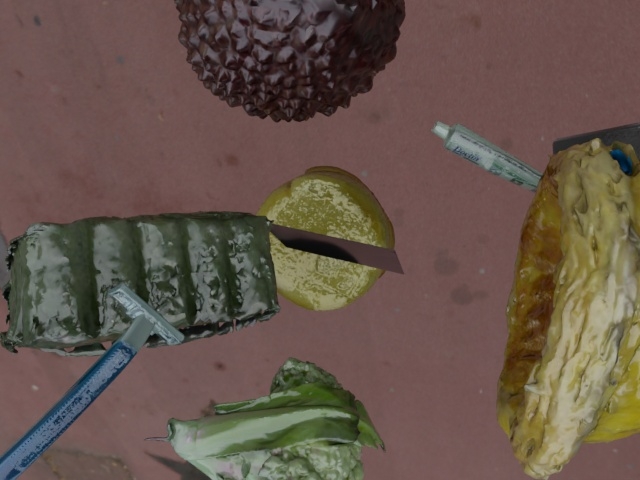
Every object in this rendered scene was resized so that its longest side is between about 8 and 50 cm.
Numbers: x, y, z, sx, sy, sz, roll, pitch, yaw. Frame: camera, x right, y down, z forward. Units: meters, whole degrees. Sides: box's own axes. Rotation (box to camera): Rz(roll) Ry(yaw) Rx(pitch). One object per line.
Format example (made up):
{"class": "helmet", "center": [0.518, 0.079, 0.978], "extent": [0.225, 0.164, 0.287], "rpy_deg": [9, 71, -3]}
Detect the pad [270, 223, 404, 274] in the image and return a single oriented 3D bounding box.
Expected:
{"class": "pad", "center": [0.020, 0.011, 0.797], "extent": [0.189, 0.004, 0.127], "rpy_deg": [12, 166, 17]}

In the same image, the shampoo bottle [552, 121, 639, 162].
{"class": "shampoo bottle", "center": [0.554, -0.167, 1.041], "extent": [0.246, 0.080, 0.080], "rpy_deg": [-3, 93, 59]}

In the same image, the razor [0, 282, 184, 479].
{"class": "razor", "center": [-0.189, 0.123, 0.416], "extent": [0.068, 0.191, 0.037], "rpy_deg": [48, 165, -23]}

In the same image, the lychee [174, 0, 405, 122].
{"class": "lychee", "center": [-0.042, -0.315, 0.747], "extent": [0.306, 0.306, 0.330], "rpy_deg": [40, 122, -15]}

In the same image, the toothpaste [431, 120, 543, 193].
{"class": "toothpaste", "center": [0.260, -0.114, 0.827], "extent": [0.218, 0.041, 0.064], "rpy_deg": [29, 173, -1]}

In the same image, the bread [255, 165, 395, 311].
{"class": "bread", "center": [0.000, 0.000, 1.049], "extent": [0.269, 0.148, 0.270], "rpy_deg": [2, 101, 10]}

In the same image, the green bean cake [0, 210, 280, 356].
{"class": "green bean cake", "center": [-0.197, 0.050, 0.601], "extent": [0.254, 0.132, 0.241], "rpy_deg": [-3, 170, -30]}

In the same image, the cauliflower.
{"class": "cauliflower", "center": [-0.070, 0.282, 0.756], "extent": [0.314, 0.257, 0.239], "rpy_deg": [7, 161, 3]}

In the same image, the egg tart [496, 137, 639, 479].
{"class": "egg tart", "center": [0.298, 0.076, 0.630], "extent": [0.168, 0.388, 0.388], "rpy_deg": [13, 129, 10]}
